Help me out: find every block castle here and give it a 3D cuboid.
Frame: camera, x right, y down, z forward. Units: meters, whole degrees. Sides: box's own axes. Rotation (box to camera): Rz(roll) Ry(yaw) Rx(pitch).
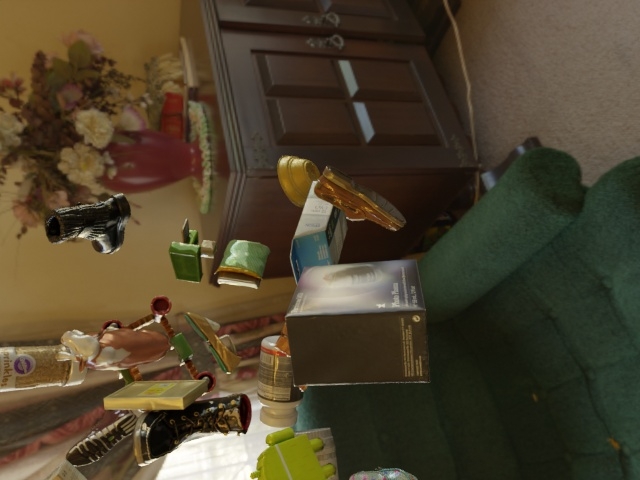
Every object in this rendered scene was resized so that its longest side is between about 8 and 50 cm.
[{"bbox_3d":[-0.660,0.481,2.068,0.453,0.302,0.213,56,148,12],"label":"block castle"}]

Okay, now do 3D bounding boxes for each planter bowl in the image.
[{"bbox_3d":[-0.062,-0.242,1.961,0.090,0.217,0.217,-21,71,31],"label":"planter bowl"}]

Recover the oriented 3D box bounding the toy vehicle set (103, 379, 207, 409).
[{"bbox_3d":[-0.508,0.479,1.589,0.166,0.266,0.035,-12,-83,-76],"label":"toy vehicle set"}]

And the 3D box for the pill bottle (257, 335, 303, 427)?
[{"bbox_3d":[-0.174,0.627,2.287,0.210,0.210,0.363,-168,82,-70],"label":"pill bottle"}]

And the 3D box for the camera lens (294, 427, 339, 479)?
[{"bbox_3d":[-0.043,0.878,1.966,0.219,0.219,0.275,132,134,-64],"label":"camera lens"}]

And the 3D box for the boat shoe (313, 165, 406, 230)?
[{"bbox_3d":[0.122,-0.112,1.616,0.105,0.307,0.110,-57,-6,22],"label":"boat shoe"}]

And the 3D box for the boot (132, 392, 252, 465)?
[{"bbox_3d":[-0.378,0.564,1.561,0.377,0.283,0.138,61,-161,-80],"label":"boot"}]

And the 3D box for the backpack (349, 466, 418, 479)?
[{"bbox_3d":[0.168,0.677,1.321,0.144,0.188,0.166,53,-155,-41],"label":"backpack"}]

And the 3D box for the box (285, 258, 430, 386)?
[{"bbox_3d":[0.090,0.179,1.181,0.296,0.293,0.183,-72,-24,-71],"label":"box"}]

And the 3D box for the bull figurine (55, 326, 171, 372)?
[{"bbox_3d":[-0.521,0.264,1.258,0.188,0.310,0.101,3,80,30],"label":"bull figurine"}]

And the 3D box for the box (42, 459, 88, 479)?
[{"bbox_3d":[-0.731,0.841,1.549,0.311,0.148,0.121,48,167,-9],"label":"box"}]

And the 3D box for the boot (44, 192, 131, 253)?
[{"bbox_3d":[-0.850,-0.032,1.836,0.131,0.260,0.348,51,137,12],"label":"boot"}]

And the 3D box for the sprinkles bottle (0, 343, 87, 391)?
[{"bbox_3d":[-0.827,0.346,1.379,0.121,0.355,0.122,-6,80,41],"label":"sprinkles bottle"}]

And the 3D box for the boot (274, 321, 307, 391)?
[{"bbox_3d":[-0.079,0.371,1.647,0.073,0.152,0.197,135,156,-70],"label":"boot"}]

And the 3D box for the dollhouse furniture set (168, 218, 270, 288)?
[{"bbox_3d":[-0.333,0.034,1.745,0.151,0.301,0.198,96,-178,-47],"label":"dollhouse furniture set"}]

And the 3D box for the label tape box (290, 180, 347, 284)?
[{"bbox_3d":[0.000,0.000,1.783,0.249,0.115,0.348,78,-160,-47],"label":"label tape box"}]

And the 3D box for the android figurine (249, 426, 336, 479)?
[{"bbox_3d":[-0.081,0.675,1.493,0.056,0.272,0.248,-50,59,35],"label":"android figurine"}]

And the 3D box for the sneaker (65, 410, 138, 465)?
[{"bbox_3d":[-0.860,0.746,2.001,0.162,0.281,0.107,31,144,52],"label":"sneaker"}]

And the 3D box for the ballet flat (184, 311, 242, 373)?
[{"bbox_3d":[-0.316,0.289,1.523,0.080,0.073,0.232,0,124,60],"label":"ballet flat"}]
